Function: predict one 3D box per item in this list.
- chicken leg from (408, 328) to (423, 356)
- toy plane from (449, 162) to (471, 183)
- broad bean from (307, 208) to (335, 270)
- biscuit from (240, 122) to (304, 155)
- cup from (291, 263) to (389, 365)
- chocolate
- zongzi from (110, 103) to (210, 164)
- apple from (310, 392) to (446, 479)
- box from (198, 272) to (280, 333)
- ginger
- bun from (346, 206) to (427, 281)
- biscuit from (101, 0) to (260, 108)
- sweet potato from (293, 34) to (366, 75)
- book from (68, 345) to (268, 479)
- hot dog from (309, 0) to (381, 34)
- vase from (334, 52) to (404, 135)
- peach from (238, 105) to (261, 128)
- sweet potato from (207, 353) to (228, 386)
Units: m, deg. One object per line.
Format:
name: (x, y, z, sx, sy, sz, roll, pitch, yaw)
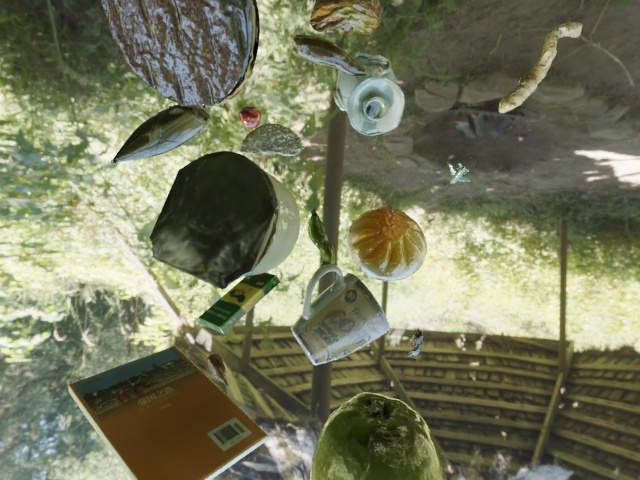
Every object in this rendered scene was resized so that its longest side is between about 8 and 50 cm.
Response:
chicken leg: (0.336, 0.372, 1.458, 0.037, 0.145, 0.062, -1, -152, -10)
toy plane: (0.414, -0.199, 1.231, 0.080, 0.033, 0.083, 42, 154, 11)
broad bean: (0.000, 0.000, 1.329, 0.070, 0.214, 0.048, -12, 170, 3)
biscuit: (-0.214, -0.452, 1.831, 0.289, 0.141, 0.038, -1, -173, -17)
cup: (0.034, 0.226, 1.253, 0.257, 0.301, 0.227, -32, -156, -15)
chocolate: (-0.208, -0.033, 1.088, 0.314, 0.326, 0.297, 17, 170, 24)
zongzi: (-0.456, -0.306, 1.170, 0.221, 0.112, 0.242, -15, -157, 38)
apple: (0.182, 0.745, 1.321, 0.473, 0.474, 0.473, 4, 176, 0)
box: (-0.244, 0.179, 1.245, 0.132, 0.034, 0.235, 5, -140, 46)
ginger: (0.619, -0.489, 1.171, 0.075, 0.288, 0.089, 33, -161, -2)
bun: (0.239, -0.005, 1.459, 0.299, 0.299, 0.165, 4, 142, -1)
biscuit: (-0.309, -0.505, 0.913, 0.407, 0.407, 0.091, 1, -147, 27)
sweet potato: (0.029, -0.565, 1.250, 0.243, 0.077, 0.077, 13, 173, -18)
book: (-0.331, 0.375, 0.893, 0.374, 0.028, 0.262, 27, -155, 33)
hot dog: (0.070, -0.629, 1.110, 0.196, 0.272, 0.122, 4, 139, 2)
vase: (0.176, -0.531, 1.476, 0.250, 0.250, 0.445, 4, -148, -2)
peach: (-0.291, -0.511, 1.716, 0.098, 0.061, 0.098, -17, 141, -14)
sweet potato: (-0.316, 0.410, 1.287, 0.049, 0.049, 0.117, 10, -145, -54)
